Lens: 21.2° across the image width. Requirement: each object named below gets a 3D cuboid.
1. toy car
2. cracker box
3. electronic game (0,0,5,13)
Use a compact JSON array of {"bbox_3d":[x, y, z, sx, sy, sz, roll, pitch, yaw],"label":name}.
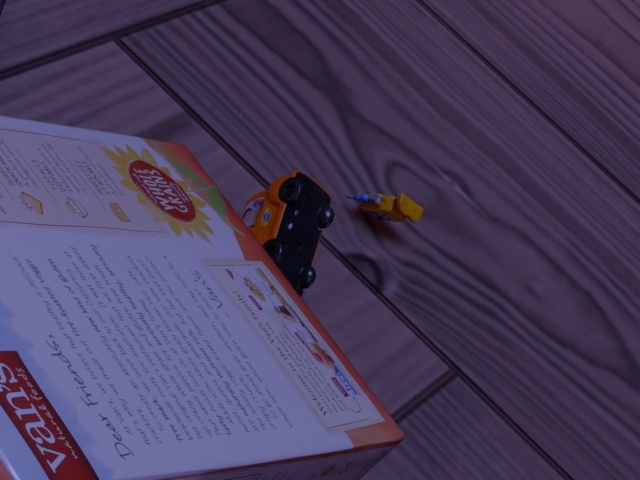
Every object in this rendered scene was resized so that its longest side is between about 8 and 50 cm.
[{"bbox_3d":[0.000,0.000,0.845,0.040,0.060,0.122,5,-3,35],"label":"toy car"},{"bbox_3d":[-0.086,0.033,0.577,0.156,0.067,0.232,53,20,20],"label":"cracker box"},{"bbox_3d":[-0.253,-0.155,0.792,0.229,0.048,0.229,22,38,-18],"label":"electronic game"}]
